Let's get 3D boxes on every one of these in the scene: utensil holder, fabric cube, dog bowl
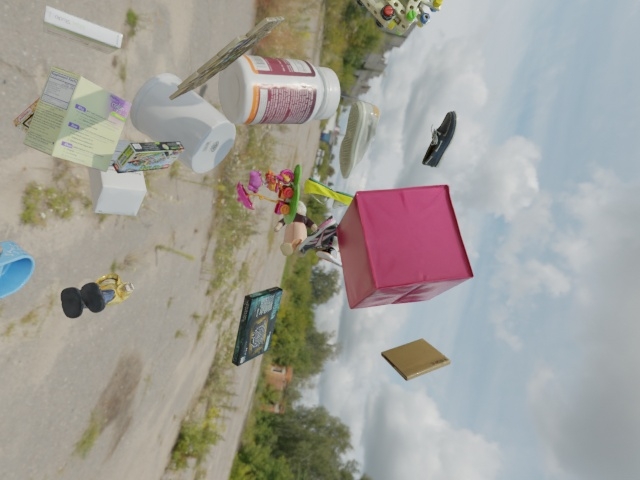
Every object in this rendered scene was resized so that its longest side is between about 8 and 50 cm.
[{"bbox_3d":[-0.655,-0.559,2.007,0.327,0.385,0.327,-51,173,-8],"label":"utensil holder"},{"bbox_3d":[0.204,0.024,1.099,0.258,0.259,0.254,115,-32,-68],"label":"fabric cube"},{"bbox_3d":[-0.951,0.106,1.178,0.166,0.074,0.297,-63,-179,15],"label":"dog bowl"}]

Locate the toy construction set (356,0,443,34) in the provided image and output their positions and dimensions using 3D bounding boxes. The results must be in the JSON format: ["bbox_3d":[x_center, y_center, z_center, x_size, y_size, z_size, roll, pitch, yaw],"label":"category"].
[{"bbox_3d":[0.252,-0.875,1.469,0.215,0.328,0.151,-46,174,-8],"label":"toy construction set"}]

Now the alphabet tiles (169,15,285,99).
[{"bbox_3d":[-0.217,-0.442,0.987,0.285,0.011,0.342,-29,-157,19],"label":"alphabet tiles"}]

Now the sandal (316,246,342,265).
[{"bbox_3d":[0.074,0.067,1.795,0.265,0.102,0.076,29,81,-56],"label":"sandal"}]

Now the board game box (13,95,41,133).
[{"bbox_3d":[-0.961,-0.438,1.484,0.193,0.045,0.147,-43,147,-3],"label":"board game box"}]

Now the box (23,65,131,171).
[{"bbox_3d":[-0.734,-0.361,1.264,0.243,0.117,0.213,-68,166,3],"label":"box"}]

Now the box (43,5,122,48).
[{"bbox_3d":[-0.875,-0.759,1.510,0.322,0.232,0.058,30,-72,52],"label":"box"}]

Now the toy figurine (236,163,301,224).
[{"bbox_3d":[-0.148,-0.140,1.133,0.130,0.159,0.173,-135,-123,-65],"label":"toy figurine"}]

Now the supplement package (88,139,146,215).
[{"bbox_3d":[-0.884,-0.277,1.786,0.177,0.175,0.293,-46,-125,38],"label":"supplement package"}]

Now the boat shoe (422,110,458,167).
[{"bbox_3d":[0.487,-0.414,1.695,0.254,0.079,0.095,103,-9,-47],"label":"boat shoe"}]

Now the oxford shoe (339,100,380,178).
[{"bbox_3d":[0.179,-0.456,1.944,0.449,0.130,0.169,107,-30,-53],"label":"oxford shoe"}]

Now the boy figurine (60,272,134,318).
[{"bbox_3d":[-0.618,0.148,1.176,0.285,0.177,0.092,-163,-120,-79],"label":"boy figurine"}]

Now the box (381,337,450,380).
[{"bbox_3d":[0.356,0.441,1.550,0.164,0.201,0.021,-144,-133,-58],"label":"box"}]

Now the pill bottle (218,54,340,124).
[{"bbox_3d":[-0.139,-0.528,1.468,0.224,0.392,0.224,21,-64,51],"label":"pill bottle"}]

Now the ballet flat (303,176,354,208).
[{"bbox_3d":[0.043,-0.165,1.564,0.077,0.231,0.077,-96,-152,-82],"label":"ballet flat"}]

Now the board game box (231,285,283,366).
[{"bbox_3d":[-0.160,0.216,1.055,0.126,0.026,0.186,-9,117,-58],"label":"board game box"}]

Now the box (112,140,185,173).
[{"bbox_3d":[-0.550,-0.271,1.334,0.114,0.036,0.207,-35,177,29],"label":"box"}]

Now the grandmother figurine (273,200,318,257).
[{"bbox_3d":[-0.109,-0.067,1.924,0.342,0.208,0.104,-94,-159,-49],"label":"grandmother figurine"}]

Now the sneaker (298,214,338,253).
[{"bbox_3d":[0.000,0.000,1.364,0.178,0.077,0.072,-41,-178,38],"label":"sneaker"}]
